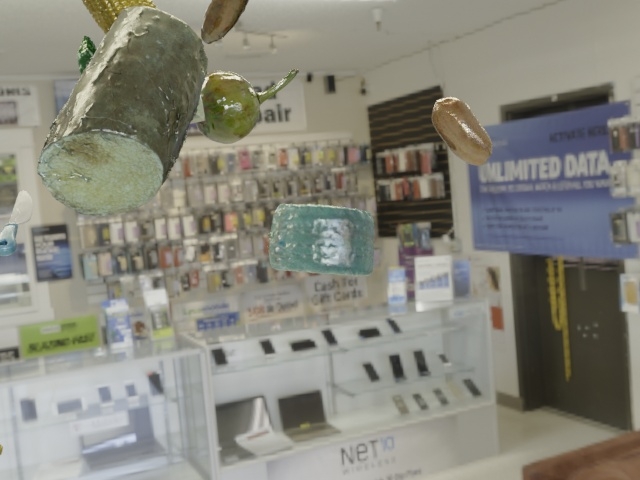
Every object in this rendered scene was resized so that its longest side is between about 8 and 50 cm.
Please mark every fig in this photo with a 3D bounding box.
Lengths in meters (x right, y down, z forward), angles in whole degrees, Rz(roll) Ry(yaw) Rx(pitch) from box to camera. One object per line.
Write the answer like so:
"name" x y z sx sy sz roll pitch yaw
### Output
"fig" -0.150 -0.298 1.542 0.245 0.149 0.149 -29 15 -29

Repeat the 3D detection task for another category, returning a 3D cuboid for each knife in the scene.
"knife" -0.742 -0.049 1.819 0.058 0.032 0.244 -3 40 1

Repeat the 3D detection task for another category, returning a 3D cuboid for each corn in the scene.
"corn" -0.425 -0.495 1.678 0.144 0.387 0.144 -36 3 2

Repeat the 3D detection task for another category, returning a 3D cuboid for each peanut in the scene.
"peanut" 0.270 -0.208 1.416 0.076 0.152 0.076 -38 5 4

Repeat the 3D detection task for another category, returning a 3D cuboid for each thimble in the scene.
"thimble" 0.000 0.000 1.550 0.235 0.143 0.198 4 -2 -24

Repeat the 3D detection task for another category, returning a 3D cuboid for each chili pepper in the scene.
"chili pepper" -0.473 -0.339 1.607 0.059 0.227 0.088 -25 -8 41

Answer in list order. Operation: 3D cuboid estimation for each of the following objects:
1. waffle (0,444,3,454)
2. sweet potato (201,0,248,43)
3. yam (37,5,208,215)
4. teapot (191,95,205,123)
"waffle" -0.800 0.405 1.366 0.379 0.095 0.382 -8 -15 -3
"sweet potato" -0.136 -0.434 1.229 0.075 0.273 0.075 21 35 -16
"yam" -0.221 -0.159 0.879 0.154 0.254 0.154 13 -30 8
"teapot" -0.293 -0.211 1.213 0.200 0.077 0.107 -12 20 -7
